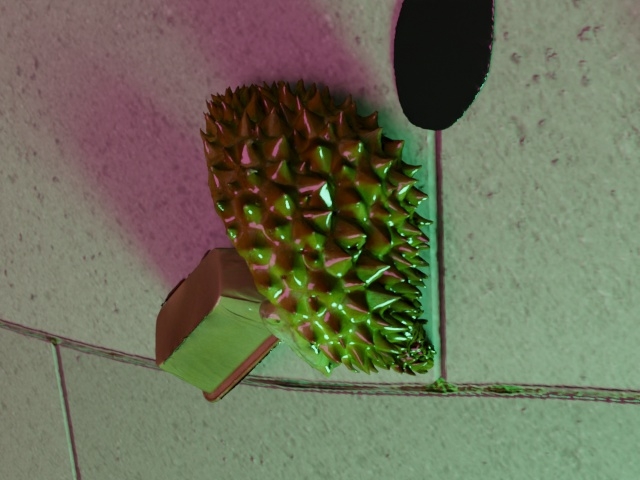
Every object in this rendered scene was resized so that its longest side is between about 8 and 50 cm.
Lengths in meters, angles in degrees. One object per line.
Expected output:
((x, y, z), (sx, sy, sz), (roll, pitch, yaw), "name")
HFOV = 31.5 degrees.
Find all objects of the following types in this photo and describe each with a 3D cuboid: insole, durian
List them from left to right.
((0.000, 0.000, 0.943), (0.306, 0.172, 0.166), (53, 155, -6), "durian")
((0.101, -0.201, 0.868), (0.086, 0.005, 0.253), (21, 121, 26), "insole")

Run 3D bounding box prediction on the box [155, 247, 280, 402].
((-0.083, 0.074, 1.062), (0.111, 0.111, 0.177), (51, 130, 6), "box")
